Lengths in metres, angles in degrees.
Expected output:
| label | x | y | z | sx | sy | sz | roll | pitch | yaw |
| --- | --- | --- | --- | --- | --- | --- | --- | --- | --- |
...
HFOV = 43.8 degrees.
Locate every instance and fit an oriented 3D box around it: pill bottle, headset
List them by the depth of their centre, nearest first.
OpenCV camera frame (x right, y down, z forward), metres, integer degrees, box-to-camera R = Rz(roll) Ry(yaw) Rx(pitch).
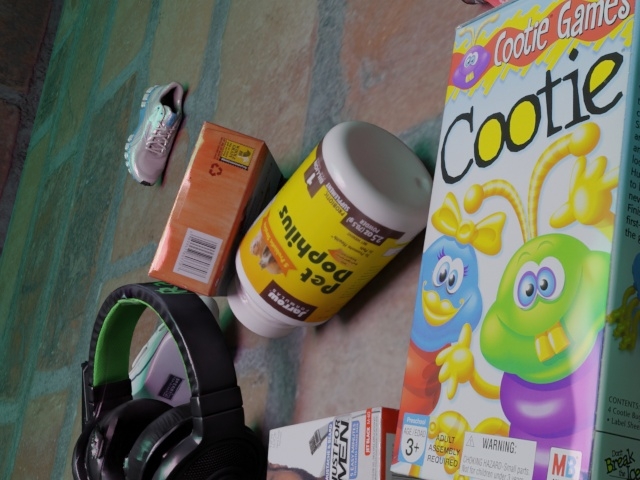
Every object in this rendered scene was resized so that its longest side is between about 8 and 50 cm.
| label | x | y | z | sx | sy | sz | roll | pitch | yaw |
| --- | --- | --- | --- | --- | --- | --- | --- | --- | --- |
| pill bottle | 0.000 | 0.000 | 0.732 | 0.215 | 0.117 | 0.117 | -48 | 38 | 37 |
| headset | -0.183 | 0.242 | 0.822 | 0.243 | 0.185 | 0.395 | -9 | 88 | 49 |

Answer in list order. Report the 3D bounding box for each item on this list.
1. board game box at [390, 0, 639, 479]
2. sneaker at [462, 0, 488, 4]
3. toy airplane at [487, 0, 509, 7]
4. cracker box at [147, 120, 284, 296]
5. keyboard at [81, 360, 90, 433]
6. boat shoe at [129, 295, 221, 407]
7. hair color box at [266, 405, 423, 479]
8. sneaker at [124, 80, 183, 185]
| label | x | y | z | sx | sy | sz | roll | pitch | yaw |
| --- | --- | --- | --- | --- | --- | --- | --- | --- | --- |
| board game box | 0.154 | 0.008 | 0.447 | 0.142 | 0.144 | 0.276 | -10 | 66 | 57 |
| sneaker | 0.148 | -0.281 | 0.695 | 0.065 | 0.061 | 0.158 | 5 | 79 | 66 |
| toy airplane | 0.165 | -0.158 | 0.625 | 0.151 | 0.028 | 0.151 | -9 | 77 | 43 |
| cracker box | -0.101 | -0.022 | 0.846 | 0.232 | 0.067 | 0.156 | 65 | -135 | -86 |
| keyboard | -0.293 | 0.328 | 1.035 | 0.202 | 0.033 | 0.317 | -116 | 29 | -50 |
| boat shoe | -0.192 | 0.170 | 1.006 | 0.258 | 0.095 | 0.084 | -47 | 22 | 33 |
| hair color box | 0.017 | 0.198 | 0.666 | 0.167 | 0.053 | 0.093 | -29 | 52 | 51 |
| sneaker | -0.271 | -0.185 | 1.331 | 0.082 | 0.071 | 0.191 | -14 | 63 | 50 |
